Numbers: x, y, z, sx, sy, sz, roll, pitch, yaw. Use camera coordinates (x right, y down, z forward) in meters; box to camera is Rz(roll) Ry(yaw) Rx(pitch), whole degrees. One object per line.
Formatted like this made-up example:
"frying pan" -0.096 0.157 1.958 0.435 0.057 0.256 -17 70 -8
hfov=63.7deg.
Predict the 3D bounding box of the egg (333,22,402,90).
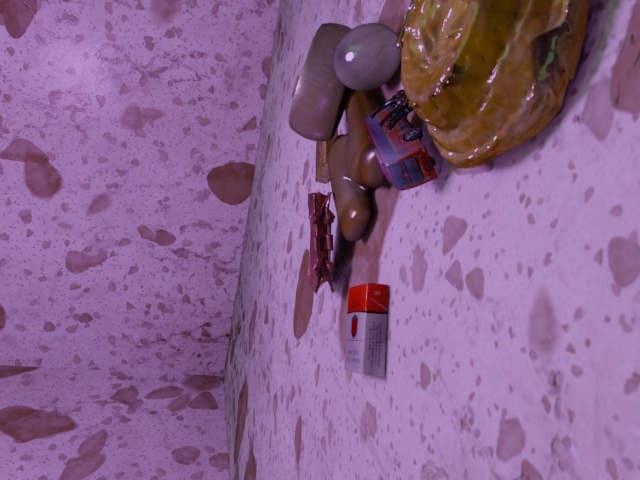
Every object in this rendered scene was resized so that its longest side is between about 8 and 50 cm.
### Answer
"egg" 0.087 -0.336 0.944 0.152 0.114 0.114 -1 82 57

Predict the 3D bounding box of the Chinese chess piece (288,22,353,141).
"Chinese chess piece" 0.014 -0.342 1.128 0.250 0.101 0.251 20 -90 -89

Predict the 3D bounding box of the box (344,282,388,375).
"box" 0.079 0.154 0.900 0.100 0.048 0.152 153 125 -70

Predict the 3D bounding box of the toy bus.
"toy bus" 0.118 -0.146 0.785 0.065 0.077 0.192 57 -168 -33

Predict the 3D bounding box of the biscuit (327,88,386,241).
"biscuit" 0.072 -0.167 1.039 0.291 0.062 0.237 -96 19 -45

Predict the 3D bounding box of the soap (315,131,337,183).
"soap" 0.014 -0.281 1.355 0.092 0.036 0.252 128 147 -61

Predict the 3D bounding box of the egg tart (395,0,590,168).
"egg tart" 0.174 -0.228 0.580 0.290 0.115 0.291 -175 90 -74

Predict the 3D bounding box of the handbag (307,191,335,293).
"handbag" 0.000 0.000 1.132 0.157 0.059 0.213 -120 29 -84

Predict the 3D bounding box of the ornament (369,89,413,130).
"ornament" 0.136 -0.216 0.764 0.125 0.028 0.073 -43 29 4
